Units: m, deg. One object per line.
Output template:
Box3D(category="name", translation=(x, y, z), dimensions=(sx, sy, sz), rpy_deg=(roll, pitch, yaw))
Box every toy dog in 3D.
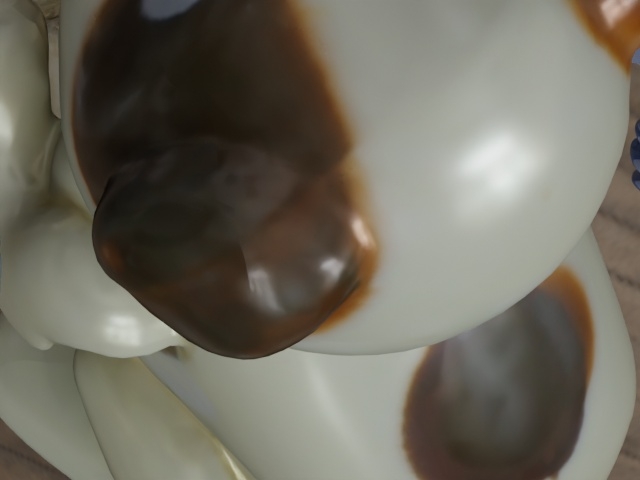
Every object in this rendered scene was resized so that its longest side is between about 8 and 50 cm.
Box3D(category="toy dog", translation=(0.000, 0.000, 0.767), dimensions=(0.284, 0.408, 0.395), rpy_deg=(-31, 66, -13))

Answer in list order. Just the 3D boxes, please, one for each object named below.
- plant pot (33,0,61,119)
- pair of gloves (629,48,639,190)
Box3D(category="plant pot", translation=(-0.040, -0.054, 1.210), dimensions=(0.333, 0.334, 0.305), rpy_deg=(-23, 121, -10))
Box3D(category="pair of gloves", translation=(0.269, -0.090, 1.378), dimensions=(0.023, 0.159, 0.198), rpy_deg=(-11, 116, -17))
